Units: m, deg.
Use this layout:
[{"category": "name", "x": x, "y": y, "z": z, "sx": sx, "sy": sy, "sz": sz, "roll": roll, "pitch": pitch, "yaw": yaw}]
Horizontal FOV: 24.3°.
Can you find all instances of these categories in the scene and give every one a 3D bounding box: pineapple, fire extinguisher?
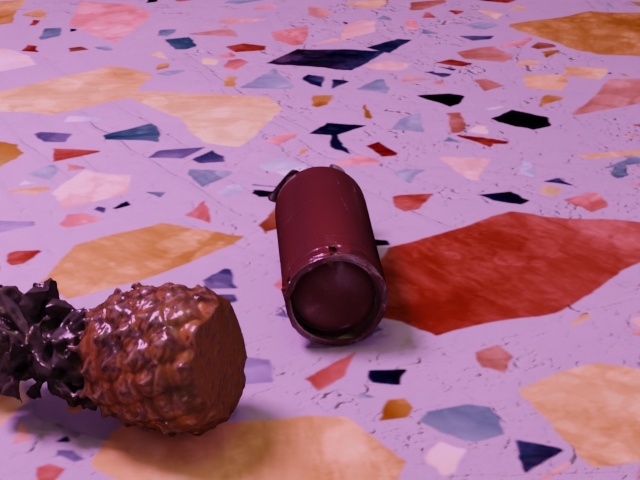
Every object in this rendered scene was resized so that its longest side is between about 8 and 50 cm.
[{"category": "pineapple", "x": -0.188, "y": 0.092, "z": 1.209, "sx": 0.248, "sy": 0.128, "sz": 0.128, "roll": 3, "pitch": 25, "yaw": 20}, {"category": "fire extinguisher", "x": 0.000, "y": 0.000, "z": 1.420, "sx": 0.105, "sy": 0.105, "sz": 0.269, "roll": -3, "pitch": 26, "yaw": -4}]
